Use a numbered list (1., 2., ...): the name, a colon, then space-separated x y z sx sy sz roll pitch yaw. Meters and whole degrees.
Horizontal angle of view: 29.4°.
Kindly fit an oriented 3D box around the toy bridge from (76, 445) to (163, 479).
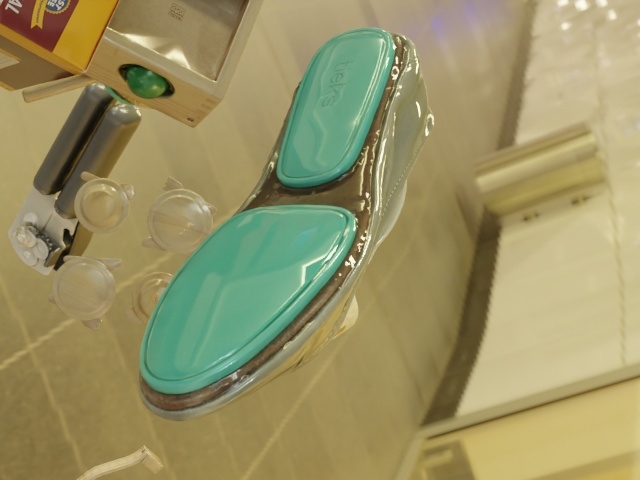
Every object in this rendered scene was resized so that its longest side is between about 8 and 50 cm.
1. toy bridge: -0.300 0.338 1.616 0.063 0.188 0.026 48 3 -30

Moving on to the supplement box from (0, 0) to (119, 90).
1. supplement box: -0.218 -0.194 0.720 0.191 0.194 0.129 29 80 -25

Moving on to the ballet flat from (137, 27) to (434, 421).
1. ballet flat: 0.000 0.000 0.478 0.213 0.072 0.068 -64 142 -39

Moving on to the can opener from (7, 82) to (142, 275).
1. can opener: -0.274 -0.067 1.364 0.074 0.280 0.093 45 40 11

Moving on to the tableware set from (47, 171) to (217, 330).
1. tableware set: -0.187 0.014 1.210 0.020 0.141 0.168 -77 -177 -85

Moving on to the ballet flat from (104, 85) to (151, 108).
1. ballet flat: -0.186 -0.282 1.025 0.348 0.123 0.123 64 17 3

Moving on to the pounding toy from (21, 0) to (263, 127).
1. pounding toy: -0.133 -0.153 0.930 0.130 0.100 0.141 26 68 -17
